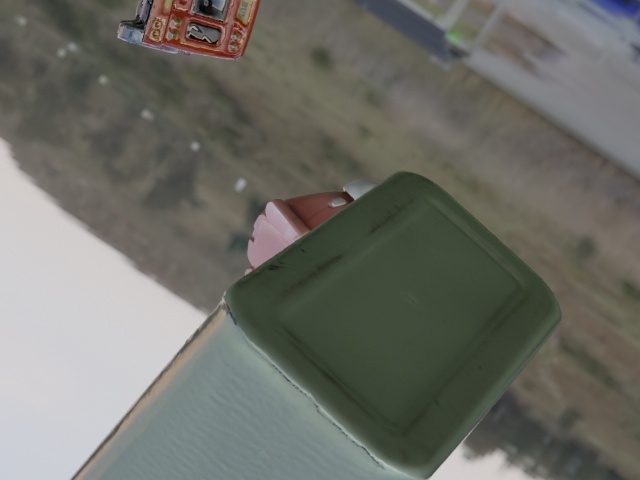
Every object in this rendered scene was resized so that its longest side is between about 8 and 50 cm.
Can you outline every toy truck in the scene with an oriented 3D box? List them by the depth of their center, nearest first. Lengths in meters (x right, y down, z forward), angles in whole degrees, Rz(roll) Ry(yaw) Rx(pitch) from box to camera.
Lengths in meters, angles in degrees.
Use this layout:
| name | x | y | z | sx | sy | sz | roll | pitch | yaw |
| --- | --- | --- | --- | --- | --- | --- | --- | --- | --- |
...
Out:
| name | x | y | z | sx | sy | sz | roll | pitch | yaw |
| --- | --- | --- | --- | --- | --- | --- | --- | --- | --- |
| toy truck | -0.116 | -0.218 | 1.565 | 0.114 | 0.107 | 0.252 | 14 | -174 | -8 |

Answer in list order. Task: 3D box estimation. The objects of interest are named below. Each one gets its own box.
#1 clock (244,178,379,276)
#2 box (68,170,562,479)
| name | x | y | z | sx | sy | sz | roll | pitch | yaw |
| --- | --- | --- | --- | --- | --- | --- | --- | --- | --- |
| clock | 0.000 | 0.000 | 2.084 | 0.162 | 0.166 | 0.092 | -14 | -130 | -34 |
| box | -0.039 | 0.154 | 1.135 | 0.177 | 0.344 | 0.352 | 42 | -153 | 7 |
